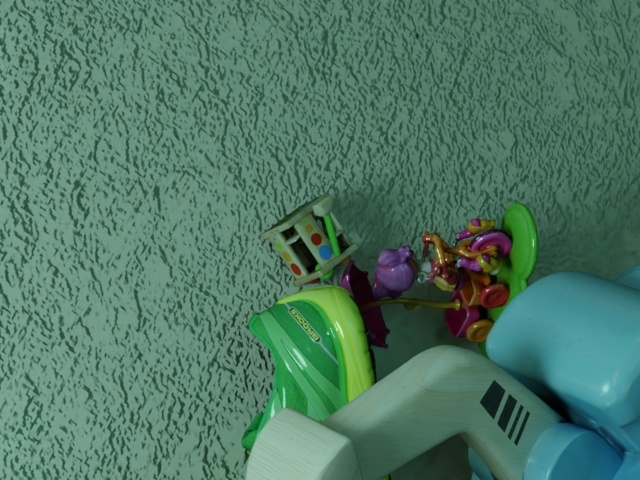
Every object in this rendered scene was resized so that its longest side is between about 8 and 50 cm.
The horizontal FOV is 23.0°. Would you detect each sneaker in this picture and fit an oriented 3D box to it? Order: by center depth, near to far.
[{"bbox_3d":[-0.003,0.189,1.367,0.124,0.109,0.295,-7,90,5],"label":"sneaker"}]

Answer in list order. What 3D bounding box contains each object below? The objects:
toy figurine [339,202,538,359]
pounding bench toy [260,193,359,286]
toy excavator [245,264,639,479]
[{"bbox_3d":[0.097,0.040,1.422,0.159,0.173,0.130,-2,47,-18],"label":"toy figurine"},{"bbox_3d":[0.000,0.000,1.408,0.052,0.083,0.065,-37,97,-30],"label":"pounding bench toy"},{"bbox_3d":[0.184,0.148,1.312,0.433,0.222,0.445,-54,128,-12],"label":"toy excavator"}]
